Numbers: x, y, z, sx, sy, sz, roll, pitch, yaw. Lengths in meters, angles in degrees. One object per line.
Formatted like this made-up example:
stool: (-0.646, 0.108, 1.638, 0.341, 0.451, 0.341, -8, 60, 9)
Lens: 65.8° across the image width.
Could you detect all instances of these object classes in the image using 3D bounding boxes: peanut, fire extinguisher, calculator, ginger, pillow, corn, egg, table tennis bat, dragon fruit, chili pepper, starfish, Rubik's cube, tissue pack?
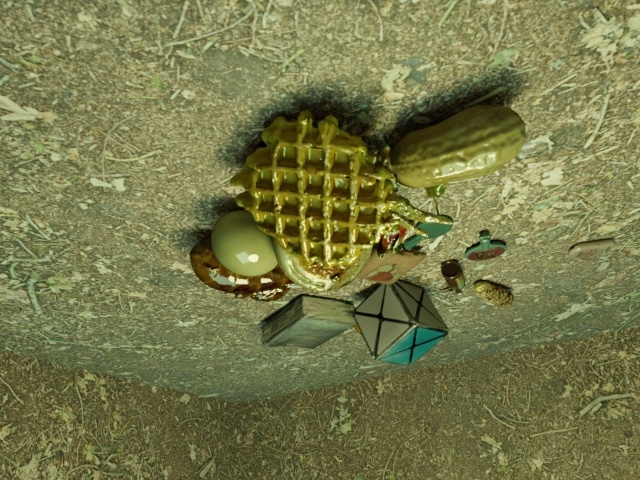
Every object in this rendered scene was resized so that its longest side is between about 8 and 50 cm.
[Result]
peanut: (0.304, -0.215, 1.169, 0.339, 0.174, 0.158, -15, 127, 18)
fire extinguisher: (0.532, 0.155, 2.012, 0.106, 0.075, 0.252, 13, 163, 28)
calculator: (1.045, 0.033, 1.907, 0.174, 0.032, 0.100, -8, 152, 4)
ginger: (-0.259, 0.110, 1.659, 0.418, 0.176, 0.254, 12, 144, -37)
pillow: (0.232, 0.088, 1.800, 0.223, 0.084, 0.236, 13, 144, -30)
corn: (0.763, 0.237, 2.180, 0.253, 0.086, 0.086, 21, 142, -39)
egg: (-0.215, 0.011, 1.464, 0.186, 0.186, 0.241, -20, 148, 25)
table tennis bat: (0.357, -0.025, 1.671, 0.124, 0.033, 0.201, 15, 143, -31)
dragon fruit: (0.227, -0.028, 1.575, 0.138, 0.175, 0.142, 6, -178, -1)
chili pepper: (0.319, -0.167, 1.358, 0.072, 0.073, 0.204, 12, 140, 5)
starfish: (0.158, -0.116, 1.230, 0.357, 0.078, 0.347, 28, 159, 28)
Rubik's cube: (0.324, 0.341, 2.044, 0.260, 0.255, 0.259, 18, 122, -38)
table tennis bat: (0.604, 0.026, 1.814, 0.152, 0.040, 0.244, -13, 156, 14)
tissue pack: (-0.059, 0.383, 2.256, 0.288, 0.124, 0.394, 14, 146, -31)

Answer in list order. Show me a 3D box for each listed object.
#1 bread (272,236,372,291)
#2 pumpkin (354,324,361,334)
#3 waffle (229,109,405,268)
bread: (0.000, 0.000, 1.427, 0.305, 0.306, 0.158, 8, -172, -24)
pumpkin: (0.283, 0.383, 2.318, 0.248, 0.126, 0.131, -27, 147, 34)
waffle: (-0.012, -0.106, 1.179, 0.382, 0.095, 0.379, 42, 125, -9)
